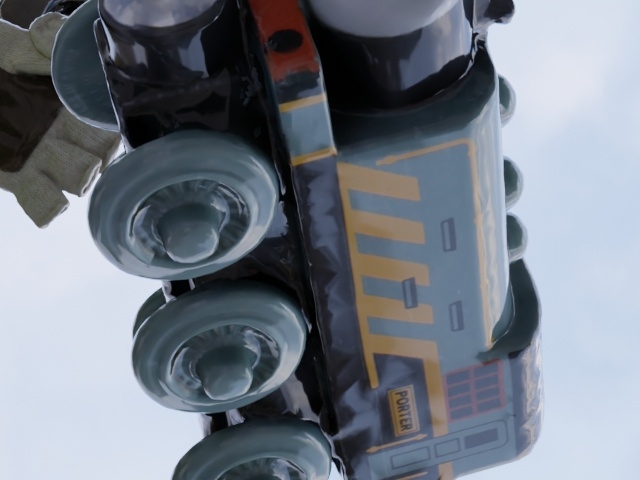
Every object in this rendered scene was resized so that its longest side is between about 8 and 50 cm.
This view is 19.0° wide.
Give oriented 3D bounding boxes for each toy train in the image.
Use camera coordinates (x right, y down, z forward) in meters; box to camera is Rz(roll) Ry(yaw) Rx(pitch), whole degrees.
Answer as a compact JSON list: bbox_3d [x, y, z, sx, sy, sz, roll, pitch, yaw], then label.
[{"bbox_3d":[0.000,0.000,0.848,0.190,0.334,0.142,-16,-134,-5],"label":"toy train"}]

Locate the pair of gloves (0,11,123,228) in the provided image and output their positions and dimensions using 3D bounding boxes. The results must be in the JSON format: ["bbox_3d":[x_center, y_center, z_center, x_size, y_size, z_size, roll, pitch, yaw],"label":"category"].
[{"bbox_3d":[-0.160,-0.148,1.103,0.204,0.042,0.240,36,-95,11],"label":"pair of gloves"}]

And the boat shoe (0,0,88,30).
[{"bbox_3d":[-0.166,-0.145,1.353,0.183,0.066,0.066,27,-102,29],"label":"boat shoe"}]
